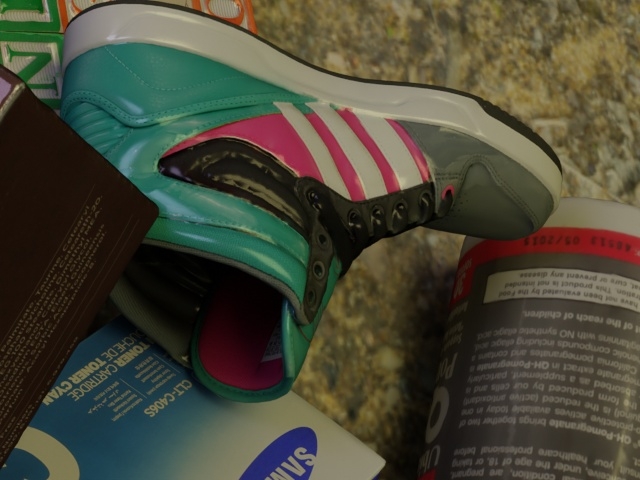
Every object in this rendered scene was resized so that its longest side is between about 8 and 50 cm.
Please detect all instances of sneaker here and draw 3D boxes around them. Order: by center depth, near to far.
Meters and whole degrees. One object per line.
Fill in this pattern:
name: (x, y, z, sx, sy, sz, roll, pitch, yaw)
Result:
sneaker: (0.000, 0.000, 0.831, 0.295, 0.124, 0.178, 15, 64, -24)

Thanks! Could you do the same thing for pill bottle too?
pill bottle: (0.145, 0.149, 0.970, 0.176, 0.176, 0.319, 27, 62, -26)

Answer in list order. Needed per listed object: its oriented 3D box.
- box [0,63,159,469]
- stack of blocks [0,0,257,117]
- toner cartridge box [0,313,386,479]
box: (-0.196, -0.005, 0.659, 0.168, 0.203, 0.167, 31, 84, 13)
stack of blocks: (-0.130, -0.120, 0.912, 0.171, 0.087, 0.297, -3, 78, -36)
toner cartridge box: (-0.131, 0.165, 0.748, 0.165, 0.075, 0.348, 35, 39, 15)
